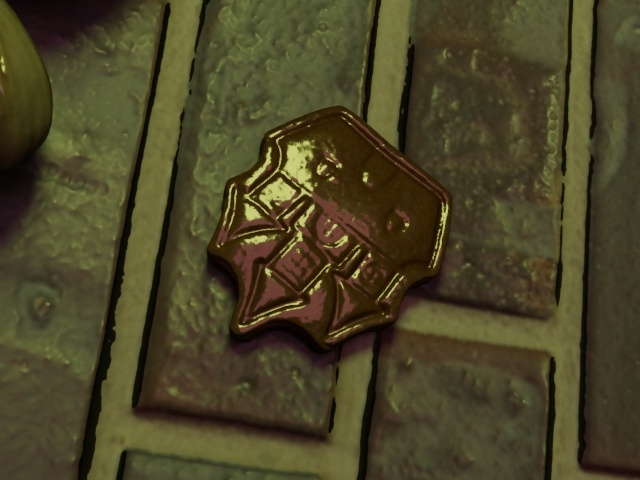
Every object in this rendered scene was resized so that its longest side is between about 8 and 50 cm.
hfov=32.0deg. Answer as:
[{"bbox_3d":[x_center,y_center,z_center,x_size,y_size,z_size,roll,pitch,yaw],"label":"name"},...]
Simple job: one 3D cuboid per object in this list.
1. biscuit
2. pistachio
[{"bbox_3d":[0.001,-0.001,0.900,0.182,0.034,0.215,39,67,3],"label":"biscuit"},{"bbox_3d":[-0.267,-0.130,0.833,0.124,0.124,0.185,-23,80,-20],"label":"pistachio"}]
